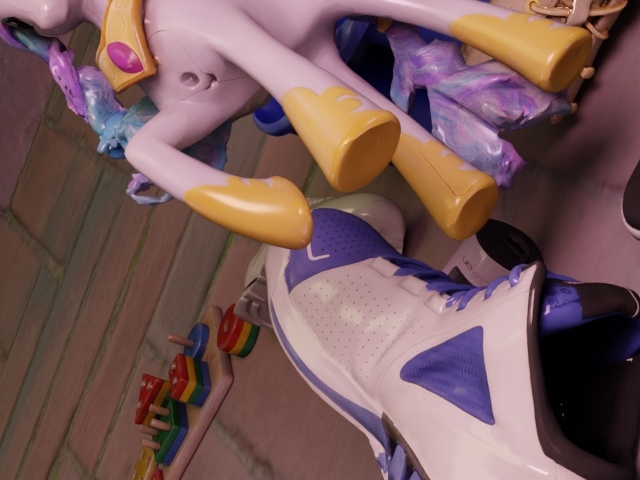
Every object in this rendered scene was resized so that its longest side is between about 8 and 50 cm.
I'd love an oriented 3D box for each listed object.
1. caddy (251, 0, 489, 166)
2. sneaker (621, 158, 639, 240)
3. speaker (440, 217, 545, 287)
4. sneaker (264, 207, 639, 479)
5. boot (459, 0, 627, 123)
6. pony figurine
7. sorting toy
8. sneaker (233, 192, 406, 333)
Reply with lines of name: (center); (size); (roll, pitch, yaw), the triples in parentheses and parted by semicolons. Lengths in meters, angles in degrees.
caddy: (0.031, -0.217, 1.406); (0.241, 0.179, 0.341); (-54, 25, 36)
sneaker: (0.212, -0.077, 0.909); (0.235, 0.097, 0.084); (-43, 32, 52)
speaker: (0.092, 0.049, 1.169); (0.136, 0.055, 0.055); (-56, 24, 33)
sneaker: (0.099, 0.066, 1.025); (0.182, 0.127, 0.315); (-53, 41, 22)
boot: (0.171, -0.159, 1.098); (0.203, 0.095, 0.262); (-63, 19, 18)
pony figurine: (-0.029, -0.141, 1.061); (0.363, 0.351, 0.303); (32, 129, 30)
sorting toy: (-0.142, 0.150, 1.703); (0.274, 0.046, 0.132); (-62, 21, 23)
sneaker: (0.000, 0.000, 1.425); (0.235, 0.090, 0.095); (-34, 31, 56)
